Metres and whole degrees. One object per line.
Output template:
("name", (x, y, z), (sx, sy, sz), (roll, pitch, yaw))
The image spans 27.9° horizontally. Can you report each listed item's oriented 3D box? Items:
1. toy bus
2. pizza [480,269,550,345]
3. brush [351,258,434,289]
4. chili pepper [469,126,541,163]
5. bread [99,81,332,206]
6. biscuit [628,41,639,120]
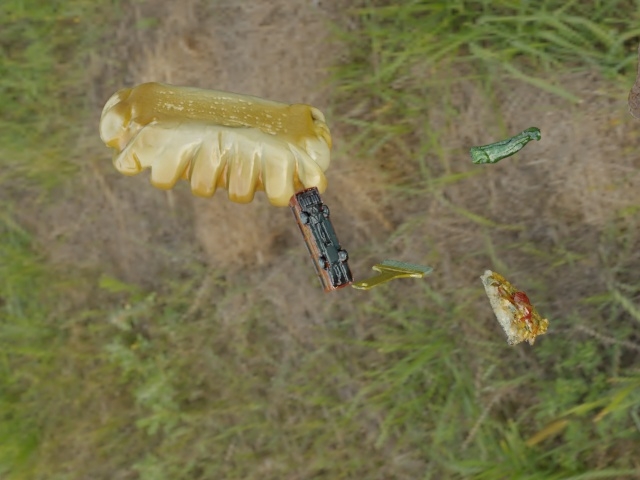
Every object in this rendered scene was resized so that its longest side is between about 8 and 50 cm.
("toy bus", (0.000, 0.000, 1.352), (0.110, 0.031, 0.043), (68, 161, 5))
("pizza", (0.176, 0.066, 1.131), (0.025, 0.078, 0.083), (-37, 112, 24))
("brush", (0.098, 0.054, 1.957), (0.083, 0.205, 0.011), (10, 103, 24))
("chili pepper", (0.278, -0.138, 1.894), (0.118, 0.055, 0.035), (-15, 102, 30))
("bread", (-0.140, -0.127, 1.724), (0.311, 0.173, 0.121), (9, 126, -1))
("biscuit", (0.510, -0.196, 1.582), (0.257, 0.049, 0.273), (48, 128, 22))
